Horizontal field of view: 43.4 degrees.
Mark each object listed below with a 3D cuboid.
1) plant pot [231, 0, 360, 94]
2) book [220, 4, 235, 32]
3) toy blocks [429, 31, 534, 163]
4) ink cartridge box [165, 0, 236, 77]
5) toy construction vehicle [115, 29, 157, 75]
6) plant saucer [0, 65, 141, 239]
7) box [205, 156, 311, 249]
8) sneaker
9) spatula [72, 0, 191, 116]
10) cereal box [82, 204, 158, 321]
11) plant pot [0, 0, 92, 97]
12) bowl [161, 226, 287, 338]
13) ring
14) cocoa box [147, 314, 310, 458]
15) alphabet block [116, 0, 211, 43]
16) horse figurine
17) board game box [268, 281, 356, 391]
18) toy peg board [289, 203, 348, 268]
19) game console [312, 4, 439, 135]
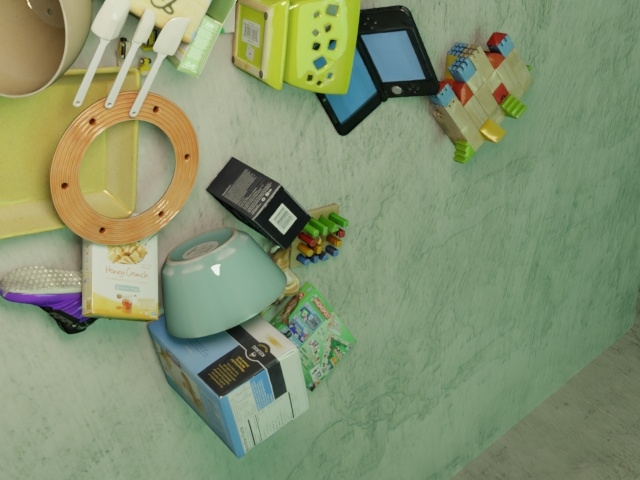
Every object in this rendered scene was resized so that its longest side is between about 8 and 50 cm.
[{"bbox_3d":[-0.068,-0.456,1.780,0.207,0.228,0.227,-10,120,-31],"label":"plant pot"},{"bbox_3d":[-0.231,-0.519,1.727,0.096,0.035,0.144,-15,124,-32],"label":"book"},{"bbox_3d":[0.446,-0.453,2.315,0.381,0.190,0.261,-49,126,-9],"label":"toy blocks"},{"bbox_3d":[-0.241,-0.463,1.621,0.056,0.171,0.235,18,108,-35],"label":"ink cartridge box"},{"bbox_3d":[-0.383,-0.389,1.662,0.086,0.035,0.098,-23,131,-46],"label":"toy construction vehicle"},{"bbox_3d":[-0.531,-0.188,1.604,0.332,0.081,0.333,-12,122,-38],"label":"plant saucer"},{"bbox_3d":[-0.149,-0.090,1.925,0.108,0.207,0.153,-52,139,-7],"label":"box"},{"bbox_3d":[-0.559,0.140,1.755,0.293,0.102,0.146,2,113,-44],"label":"sneaker"},{"bbox_3d":[-0.364,-0.336,1.499,0.168,0.019,0.242,3,136,-42],"label":"spatula"},{"bbox_3d":[-0.438,0.053,1.764,0.173,0.047,0.240,11,70,-47],"label":"cereal box"},{"bbox_3d":[-0.507,-0.411,1.387,0.191,0.284,0.284,-55,152,-56],"label":"plant pot"},{"bbox_3d":[-0.250,0.078,1.899,0.311,0.311,0.163,-31,112,-27],"label":"bowl"},{"bbox_3d":[-0.402,-0.149,1.667,0.336,0.032,0.337,-22,127,-32],"label":"ring"},{"bbox_3d":[-0.228,0.312,1.984,0.228,0.347,0.232,-31,133,-25],"label":"cocoa box"},{"bbox_3d":[-0.324,-0.515,1.519,0.197,0.193,0.192,21,97,-47],"label":"alphabet block"},{"bbox_3d":[-0.119,0.115,2.182,0.174,0.066,0.263,-39,132,-12],"label":"horse figurine"},{"bbox_3d":[-0.032,0.291,2.382,0.213,0.046,0.317,-47,137,-12],"label":"board game box"},{"bbox_3d":[0.000,0.000,2.214,0.161,0.079,0.161,-16,124,-36],"label":"toy peg board"},{"bbox_3d":[0.131,-0.418,2.029,0.293,0.250,0.173,55,47,-46],"label":"game console"}]
